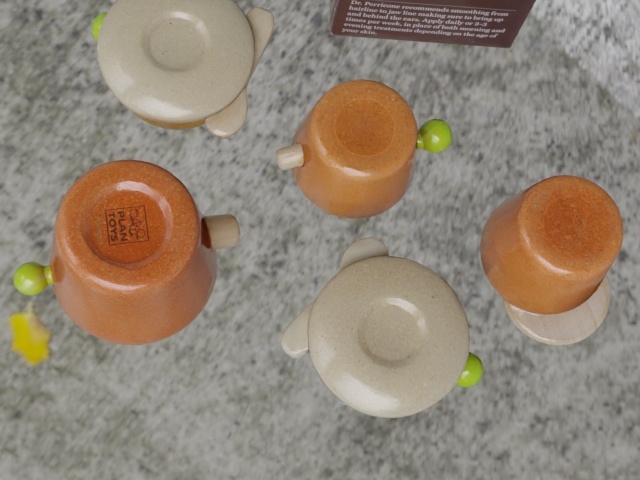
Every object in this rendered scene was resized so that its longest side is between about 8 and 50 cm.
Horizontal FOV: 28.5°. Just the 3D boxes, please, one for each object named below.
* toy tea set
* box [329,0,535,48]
[{"bbox_3d":[0.000,0.000,0.722,0.336,0.124,0.200,24,73,1],"label":"toy tea set"},{"bbox_3d":[0.124,-0.324,1.089,0.191,0.143,0.381,3,159,-8],"label":"box"}]
